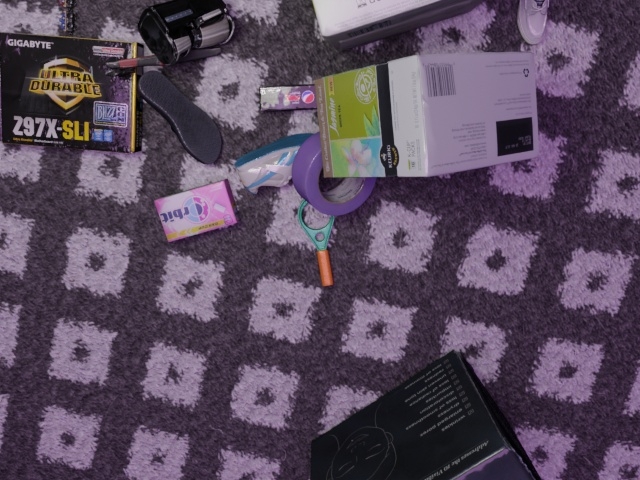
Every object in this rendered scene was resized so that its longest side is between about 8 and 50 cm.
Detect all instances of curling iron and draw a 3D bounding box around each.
[{"bbox_3d":[-0.356,-0.413,1.412,0.274,0.068,0.035,-20,108,-23],"label":"curling iron"}]

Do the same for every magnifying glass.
[{"bbox_3d":[0.000,0.000,1.551,0.092,0.026,0.231,-9,102,3],"label":"magnifying glass"}]

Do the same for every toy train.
[{"bbox_3d":[-0.590,-0.561,1.446,0.036,0.027,0.158,4,101,4],"label":"toy train"}]

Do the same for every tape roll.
[{"bbox_3d":[0.033,-0.158,1.447,0.189,0.080,0.189,-13,119,-24],"label":"tape roll"}]

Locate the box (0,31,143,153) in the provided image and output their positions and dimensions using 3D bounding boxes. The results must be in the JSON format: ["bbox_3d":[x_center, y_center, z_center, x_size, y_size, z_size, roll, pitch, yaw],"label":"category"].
[{"bbox_3d":[-0.585,-0.346,1.465,0.322,0.079,0.257,5,103,0],"label":"box"}]

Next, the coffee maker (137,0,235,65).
[{"bbox_3d":[-0.310,-0.488,1.378,0.171,0.178,0.120,45,143,13],"label":"coffee maker"}]

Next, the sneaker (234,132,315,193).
[{"bbox_3d":[-0.086,-0.188,1.492,0.228,0.087,0.092,-20,119,4],"label":"sneaker"}]

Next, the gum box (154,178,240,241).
[{"bbox_3d":[-0.304,-0.073,1.521,0.188,0.062,0.107,-15,100,4],"label":"gum box"}]

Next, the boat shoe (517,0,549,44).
[{"bbox_3d":[0.491,-0.544,1.415,0.066,0.063,0.184,1,101,1],"label":"boat shoe"}]

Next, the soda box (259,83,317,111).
[{"bbox_3d":[-0.059,-0.337,1.469,0.169,0.053,0.060,-2,102,2],"label":"soda box"}]

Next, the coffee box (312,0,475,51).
[{"bbox_3d":[0.133,-0.606,1.254,0.337,0.338,0.334,-15,100,10],"label":"coffee box"}]

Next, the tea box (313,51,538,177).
[{"bbox_3d":[0.213,-0.252,1.283,0.329,0.323,0.220,-13,100,-35],"label":"tea box"}]

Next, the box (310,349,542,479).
[{"bbox_3d":[0.240,0.571,1.434,0.480,0.472,0.297,-35,99,8],"label":"box"}]

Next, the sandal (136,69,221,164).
[{"bbox_3d":[-0.329,-0.292,1.477,0.097,0.054,0.254,-46,108,-24],"label":"sandal"}]
